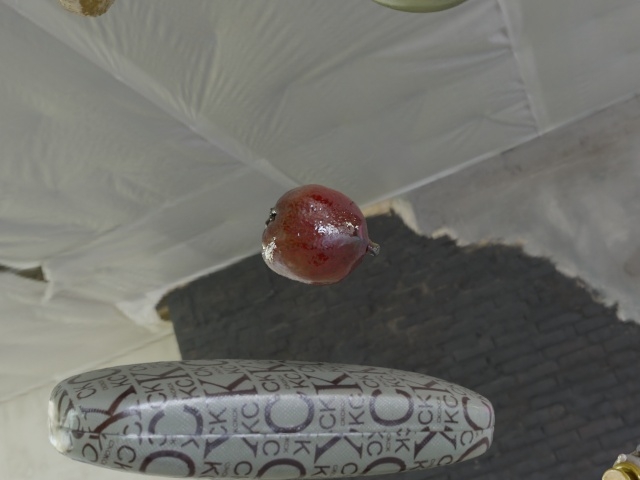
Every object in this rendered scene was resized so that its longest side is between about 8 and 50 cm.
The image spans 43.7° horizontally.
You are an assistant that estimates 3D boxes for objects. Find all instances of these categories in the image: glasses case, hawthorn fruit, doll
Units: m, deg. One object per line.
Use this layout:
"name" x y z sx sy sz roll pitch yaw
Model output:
"glasses case" -0.029 0.139 0.630 0.354 0.085 0.137 6 -4 -22
"hawthorn fruit" 0.000 0.000 1.276 0.188 0.169 0.169 23 -24 -1
"doll" 0.458 0.325 1.133 0.127 0.084 0.073 -3 12 -37

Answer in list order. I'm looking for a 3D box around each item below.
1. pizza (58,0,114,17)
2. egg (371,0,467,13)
"pizza" -0.278 -0.412 0.903 0.114 0.278 0.409 1 -24 -11
"egg" 0.142 -0.452 1.189 0.269 0.219 0.219 16 -22 -1
